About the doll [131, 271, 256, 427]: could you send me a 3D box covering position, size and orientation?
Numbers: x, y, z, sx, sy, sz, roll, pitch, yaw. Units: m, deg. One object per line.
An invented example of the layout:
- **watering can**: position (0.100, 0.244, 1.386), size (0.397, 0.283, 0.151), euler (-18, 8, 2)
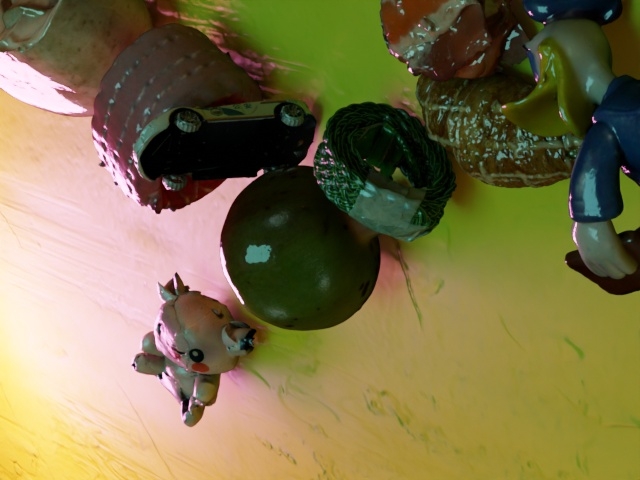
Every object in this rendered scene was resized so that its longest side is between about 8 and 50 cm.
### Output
- **doll**: position (-0.155, 0.137, 2.155), size (0.149, 0.095, 0.192), euler (43, 139, 20)

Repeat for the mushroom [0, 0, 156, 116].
- **mushroom**: position (-0.283, -0.243, 2.035), size (0.253, 0.195, 0.189), euler (1, 145, 47)

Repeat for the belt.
- **belt**: position (0.062, -0.061, 1.706), size (0.151, 0.121, 0.079), euler (44, 139, 21)

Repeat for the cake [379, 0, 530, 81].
- **cake**: position (0.080, -0.271, 1.566), size (0.135, 0.098, 0.287), euler (-23, 92, 54)

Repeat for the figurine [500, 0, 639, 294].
- **figurine**: position (0.273, -0.091, 1.410), size (0.338, 0.204, 0.284), euler (56, 154, 34)

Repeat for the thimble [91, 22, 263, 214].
- **thimble**: position (-0.157, -0.138, 1.920), size (0.125, 0.163, 0.190), euler (46, 128, 27)

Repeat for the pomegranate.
- **pomegranate**: position (0.000, 0.000, 1.807), size (0.209, 0.180, 0.180), euler (-23, 92, 27)

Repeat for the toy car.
- **toy car**: position (-0.101, -0.106, 1.832), size (0.095, 0.204, 0.056), euler (108, 148, -43)

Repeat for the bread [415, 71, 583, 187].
- **bread**: position (0.158, -0.102, 1.594), size (0.233, 0.076, 0.105), euler (28, 130, 44)
